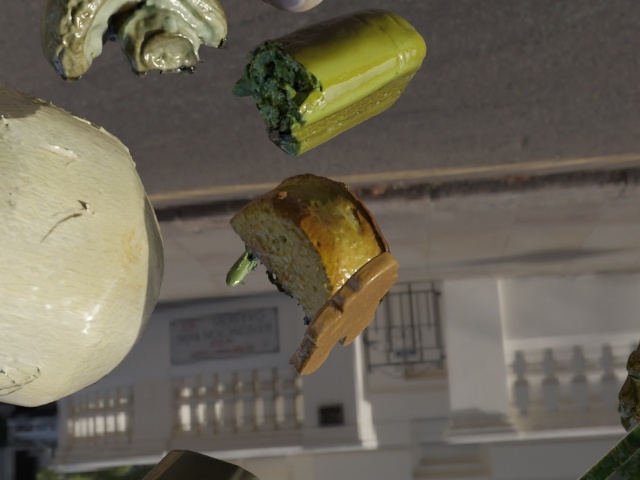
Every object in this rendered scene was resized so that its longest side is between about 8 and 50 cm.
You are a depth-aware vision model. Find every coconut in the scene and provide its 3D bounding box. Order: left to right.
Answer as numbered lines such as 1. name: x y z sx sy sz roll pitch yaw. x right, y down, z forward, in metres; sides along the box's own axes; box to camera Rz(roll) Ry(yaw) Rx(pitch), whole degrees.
1. coconut: -0.372 0.000 1.177 0.360 0.346 0.346 27 153 -32

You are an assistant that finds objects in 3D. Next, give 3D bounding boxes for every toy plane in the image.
1. toy plane: -0.135 0.042 1.922 0.040 0.111 0.102 20 143 7

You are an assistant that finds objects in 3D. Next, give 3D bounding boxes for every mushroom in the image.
1. mushroom: -0.262 -0.339 1.511 0.267 0.189 0.164 -7 128 -17

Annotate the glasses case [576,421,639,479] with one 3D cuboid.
1. glasses case: 0.246 0.296 1.034 0.272 0.095 0.062 -50 162 20

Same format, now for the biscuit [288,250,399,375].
1. biscuit: 0.033 0.086 1.318 0.144 0.040 0.236 -41 165 -32

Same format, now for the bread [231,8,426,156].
1. bread: 0.023 -0.327 2.124 0.376 0.208 0.251 -27 169 -32

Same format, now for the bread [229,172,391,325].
1. bread: -0.001 -0.004 1.649 0.160 0.260 0.147 -24 158 -37

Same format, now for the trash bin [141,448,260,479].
1. trash bin: -0.188 0.418 1.365 0.220 0.219 0.250 13 -143 24

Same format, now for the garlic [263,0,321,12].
1. garlic: -0.046 -0.452 1.605 0.191 0.214 0.160 -5 151 38

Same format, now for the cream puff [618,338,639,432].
1. cream puff: 0.566 0.215 1.575 0.185 0.282 0.282 19 -173 41
